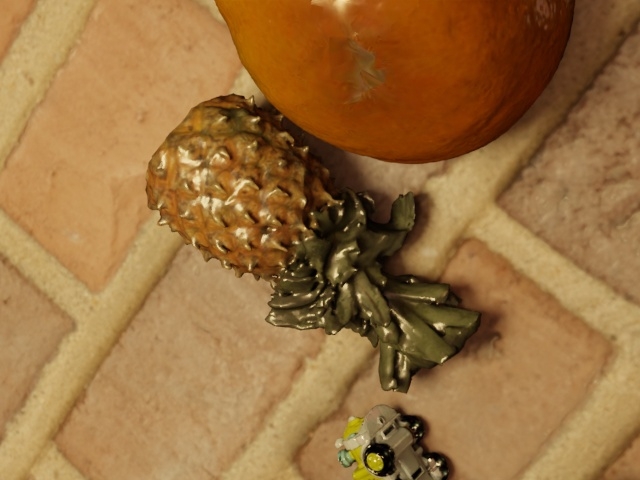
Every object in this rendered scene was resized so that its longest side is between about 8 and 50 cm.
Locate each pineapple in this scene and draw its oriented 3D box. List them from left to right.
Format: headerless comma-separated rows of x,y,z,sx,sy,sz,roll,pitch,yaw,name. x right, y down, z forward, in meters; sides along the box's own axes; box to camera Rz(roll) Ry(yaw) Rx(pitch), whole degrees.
0.000,0.000,0.867,0.310,0.141,0.170,40,80,3,pineapple

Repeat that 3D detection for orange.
0.050,-0.193,0.769,0.274,0.310,0.274,-12,68,30,orange

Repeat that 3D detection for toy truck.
0.059,0.208,0.900,0.077,0.076,0.111,-37,83,37,toy truck
